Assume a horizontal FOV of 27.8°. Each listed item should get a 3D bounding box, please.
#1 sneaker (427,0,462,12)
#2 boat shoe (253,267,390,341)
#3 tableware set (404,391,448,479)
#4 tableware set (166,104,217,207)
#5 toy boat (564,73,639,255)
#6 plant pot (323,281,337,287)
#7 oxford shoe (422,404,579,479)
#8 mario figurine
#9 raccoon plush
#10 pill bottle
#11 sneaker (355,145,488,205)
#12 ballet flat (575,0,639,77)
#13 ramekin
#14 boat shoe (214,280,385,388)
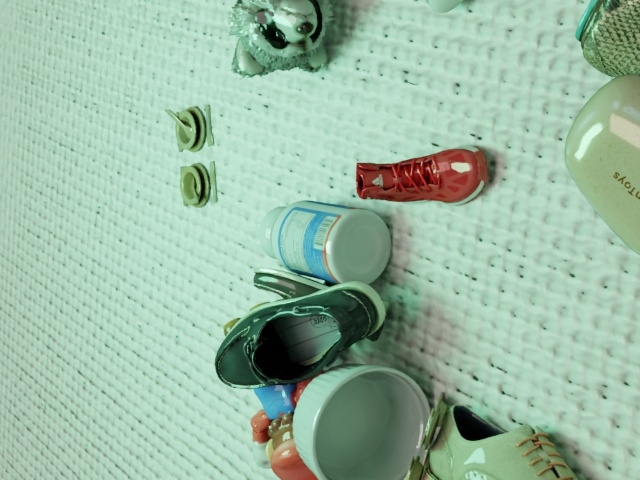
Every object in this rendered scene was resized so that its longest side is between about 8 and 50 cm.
[{"bbox_3d":[0.220,-0.380,1.755,0.237,0.085,0.086,-48,64,49],"label":"sneaker"},{"bbox_3d":[-0.007,0.098,2.034,0.228,0.081,0.068,15,88,15],"label":"boat shoe"},{"bbox_3d":[0.155,0.299,1.882,0.020,0.169,0.141,18,96,14],"label":"tableware set"},{"bbox_3d":[-0.251,-0.158,2.463,0.128,0.039,0.194,-5,90,54],"label":"tableware set"},{"bbox_3d":[0.438,-0.108,1.441,0.267,0.148,0.318,50,138,12],"label":"toy boat"},{"bbox_3d":[0.014,0.109,2.105,0.083,0.083,0.079,44,115,42],"label":"plant pot"},{"bbox_3d":[0.277,0.327,1.711,0.397,0.140,0.146,16,101,51],"label":"oxford shoe"},{"bbox_3d":[-0.043,0.268,2.164,0.198,0.170,0.320,126,125,-64],"label":"mario figurine"},{"bbox_3d":[-0.077,-0.464,2.138,0.446,0.216,0.299,-97,7,-58],"label":"raccoon plush"},{"bbox_3d":[0.000,0.000,2.064,0.221,0.124,0.124,12,104,54],"label":"pill bottle"},{"bbox_3d":[0.132,-0.084,1.866,0.221,0.128,0.087,-17,81,55],"label":"sneaker"},{"bbox_3d":[0.439,-0.376,1.418,0.182,0.164,0.483,33,128,23],"label":"ballet flat"},{"bbox_3d":[0.055,0.283,1.959,0.109,0.207,0.207,12,104,62],"label":"ramekin"},{"bbox_3d":[-0.057,0.165,1.980,0.340,0.113,0.127,-20,100,36],"label":"boat shoe"}]
